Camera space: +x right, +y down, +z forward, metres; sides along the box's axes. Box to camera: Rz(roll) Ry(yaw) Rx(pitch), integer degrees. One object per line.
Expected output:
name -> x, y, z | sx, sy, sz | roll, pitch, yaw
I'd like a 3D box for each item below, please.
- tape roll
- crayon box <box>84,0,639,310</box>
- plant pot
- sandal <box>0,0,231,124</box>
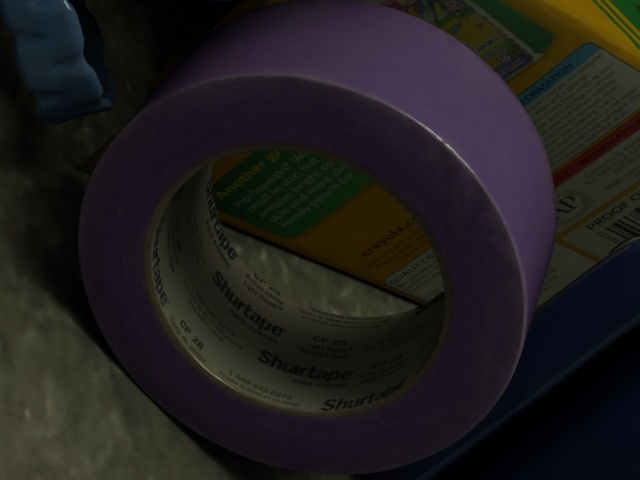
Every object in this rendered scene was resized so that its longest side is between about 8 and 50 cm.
tape roll -> 0.000, 0.000, 0.703 | 0.189, 0.189, 0.080 | 46, 31, -11
crayon box -> 0.065, -0.069, 0.841 | 0.323, 0.203, 0.083 | 22, 43, -40
plant pot -> 0.178, 0.128, 0.782 | 0.236, 0.236, 0.212 | 1, 52, -52
sandal -> -0.173, -0.144, 0.679 | 0.317, 0.138, 0.126 | 23, 19, -10
